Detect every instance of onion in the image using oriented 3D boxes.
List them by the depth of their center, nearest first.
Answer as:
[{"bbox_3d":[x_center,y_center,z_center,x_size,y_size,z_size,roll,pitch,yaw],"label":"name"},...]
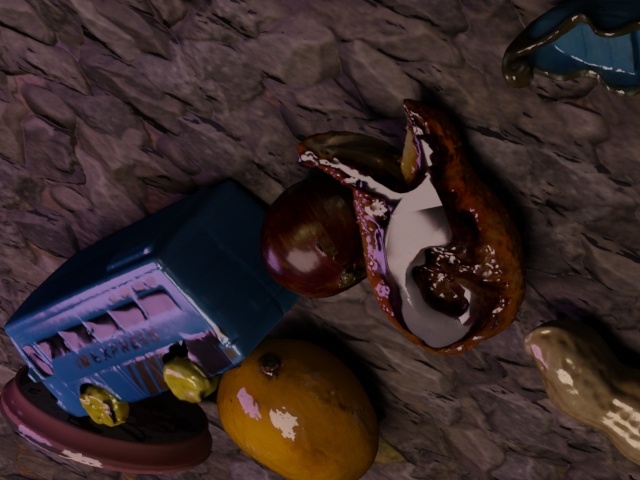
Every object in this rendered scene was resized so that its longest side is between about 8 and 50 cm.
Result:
[{"bbox_3d":[0.000,0.000,1.689,0.119,0.118,0.117,20,136,16],"label":"onion"}]

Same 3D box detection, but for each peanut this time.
[{"bbox_3d":[0.258,0.135,1.714,0.187,0.082,0.082,36,150,-9],"label":"peanut"}]

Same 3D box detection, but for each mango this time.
[{"bbox_3d":[-0.021,0.194,2.024,0.176,0.119,0.317,19,158,14],"label":"mango"}]

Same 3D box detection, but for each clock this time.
[{"bbox_3d":[-0.237,0.200,2.133,0.244,0.056,0.244,16,-165,-4],"label":"clock"}]

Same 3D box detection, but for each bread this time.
[{"bbox_3d":[0.092,-0.012,1.618,0.139,0.095,0.269,-18,120,16],"label":"bread"}]

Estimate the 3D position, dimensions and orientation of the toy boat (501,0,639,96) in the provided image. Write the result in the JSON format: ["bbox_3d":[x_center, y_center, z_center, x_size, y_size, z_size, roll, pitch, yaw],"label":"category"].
[{"bbox_3d":[0.220,-0.125,1.337,0.185,0.077,0.075,15,149,24],"label":"toy boat"}]

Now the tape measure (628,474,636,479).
[{"bbox_3d":[0.416,0.282,1.791,0.164,0.084,0.330,-8,135,44],"label":"tape measure"}]

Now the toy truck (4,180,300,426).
[{"bbox_3d":[-0.166,0.069,1.917,0.162,0.161,0.385,50,147,-12],"label":"toy truck"}]
